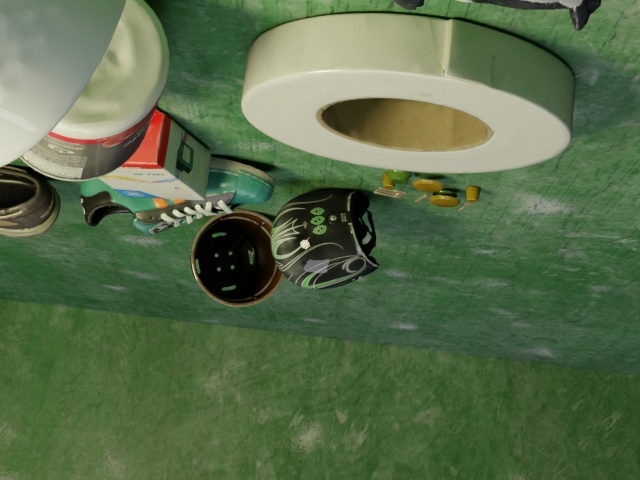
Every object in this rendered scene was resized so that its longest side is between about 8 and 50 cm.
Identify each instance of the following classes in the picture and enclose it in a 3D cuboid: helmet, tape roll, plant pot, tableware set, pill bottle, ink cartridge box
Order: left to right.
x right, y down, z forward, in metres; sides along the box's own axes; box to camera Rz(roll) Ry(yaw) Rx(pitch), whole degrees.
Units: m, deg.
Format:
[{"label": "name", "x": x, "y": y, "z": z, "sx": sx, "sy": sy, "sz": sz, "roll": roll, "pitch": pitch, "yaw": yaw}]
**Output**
[{"label": "pill bottle", "x": -0.275, "y": -0.166, "z": 1.690, "sx": 0.176, "sy": 0.176, "sz": 0.318, "roll": 9, "pitch": 168, "yaw": -11}, {"label": "ink cartridge box", "x": -0.258, "y": -0.125, "z": 2.096, "sx": 0.134, "sy": 0.078, "sz": 0.231, "roll": 3, "pitch": 167, "yaw": 19}, {"label": "plant pot", "x": -0.154, "y": 0.033, "z": 2.608, "sx": 0.167, "sy": 0.167, "sz": 0.165, "roll": 10, "pitch": 175, "yaw": -12}, {"label": "helmet", "x": 0.000, "y": 0.000, "z": 2.334, "sx": 0.162, "sy": 0.169, "sz": 0.169, "roll": -15, "pitch": 160, "yaw": 20}, {"label": "tape roll", "x": 0.102, "y": -0.164, "z": 1.739, "sx": 0.392, "sy": 0.072, "sz": 0.392, "roll": 7, "pitch": 167, "yaw": 2}, {"label": "tableware set", "x": 0.162, "y": -0.079, "z": 2.212, "sx": 0.154, "sy": 0.024, "sz": 0.104, "roll": 11, "pitch": 164, "yaw": -14}]

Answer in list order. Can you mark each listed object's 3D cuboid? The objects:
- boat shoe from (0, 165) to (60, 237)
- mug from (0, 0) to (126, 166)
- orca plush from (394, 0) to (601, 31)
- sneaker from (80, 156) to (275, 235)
[{"label": "boat shoe", "x": -0.607, "y": -0.083, "z": 2.430, "sx": 0.355, "sy": 0.132, "sz": 0.130, "roll": -1, "pitch": 158, "yaw": -3}, {"label": "mug", "x": -0.325, "y": -0.267, "z": 1.154, "sx": 0.328, "sy": 0.276, "sz": 0.374, "roll": 26, "pitch": 128, "yaw": -38}, {"label": "orca plush", "x": 0.126, "y": -0.276, "z": 1.265, "sx": 0.287, "sy": 0.102, "sz": 0.151, "roll": 3, "pitch": 127, "yaw": -30}, {"label": "sneaker", "x": -0.218, "y": -0.062, "z": 2.262, "sx": 0.302, "sy": 0.121, "sz": 0.108, "roll": 4, "pitch": 168, "yaw": 14}]
